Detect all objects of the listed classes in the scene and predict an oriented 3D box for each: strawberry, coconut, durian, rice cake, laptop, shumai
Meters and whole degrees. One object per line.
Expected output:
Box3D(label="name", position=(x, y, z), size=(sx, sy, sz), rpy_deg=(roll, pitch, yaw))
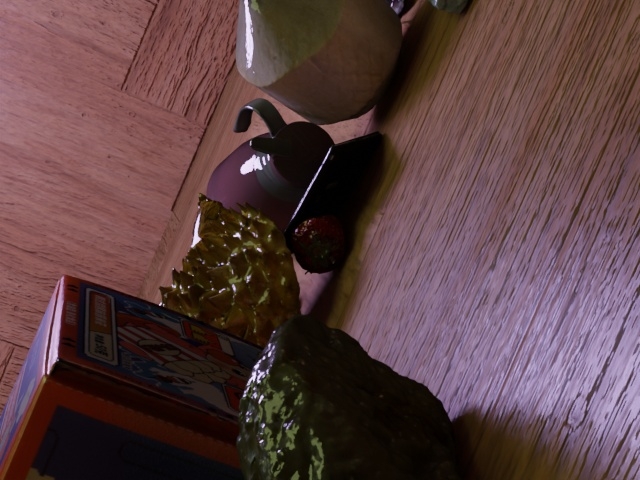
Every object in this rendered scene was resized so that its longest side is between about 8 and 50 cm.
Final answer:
Box3D(label="strawberry", position=(0.000, 0.000, 1.522), size=(0.073, 0.073, 0.083), rpy_deg=(-60, 6, 30))
Box3D(label="coconut", position=(-0.010, -0.266, 1.606), size=(0.202, 0.222, 0.202), rpy_deg=(-30, 43, 33))
Box3D(label="durian", position=(-0.095, 0.082, 1.525), size=(0.196, 0.186, 0.305), rpy_deg=(-5, 84, 43))
Box3D(label="rice cake", position=(0.144, -0.326, 1.531), size=(0.245, 0.042, 0.045), rpy_deg=(-101, 24, -66))
Box3D(label="laptop", position=(0.008, -0.055, 1.555), size=(0.129, 0.016, 0.180), rpy_deg=(-23, -31, -56))
Box3D(label="shumai", position=(-0.002, 0.199, 0.944), size=(0.218, 0.189, 0.256), rpy_deg=(-61, 9, 19))

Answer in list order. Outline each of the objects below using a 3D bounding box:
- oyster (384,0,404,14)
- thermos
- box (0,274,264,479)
Box3D(label="oyster", position=(0.086, -0.423, 1.808), size=(0.271, 0.100, 0.275), rpy_deg=(-24, 39, 50))
Box3D(label="thermos", position=(-0.066, -0.099, 1.707), size=(0.146, 0.176, 0.265), rpy_deg=(-34, -1, -21))
Box3D(label="box", position=(-0.166, 0.232, 1.244), size=(0.256, 0.319, 0.348), rpy_deg=(-64, 13, 7))
